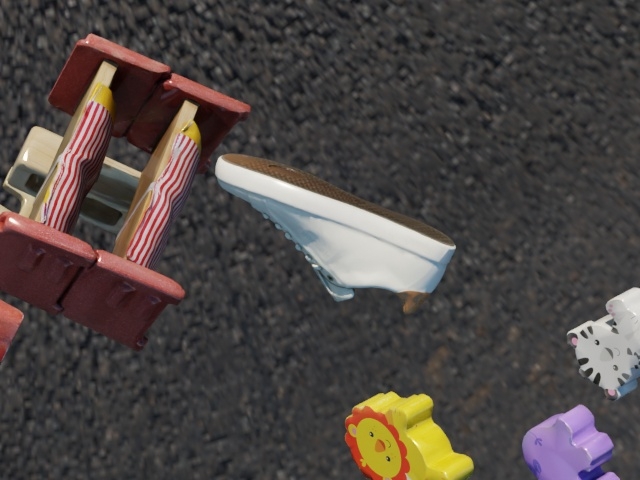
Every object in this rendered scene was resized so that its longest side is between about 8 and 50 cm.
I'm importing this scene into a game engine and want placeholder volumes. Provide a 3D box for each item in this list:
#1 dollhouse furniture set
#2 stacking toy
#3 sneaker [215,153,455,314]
[{"bbox_3d":[-0.217,0.008,1.365,0.152,0.201,0.374,25,149,-13],"label":"dollhouse furniture set"},{"bbox_3d":[0.132,0.136,0.673,0.167,0.221,0.052,-21,161,-39],"label":"stacking toy"},{"bbox_3d":[0.000,0.000,1.780,0.290,0.106,0.123,25,104,-1],"label":"sneaker"}]
